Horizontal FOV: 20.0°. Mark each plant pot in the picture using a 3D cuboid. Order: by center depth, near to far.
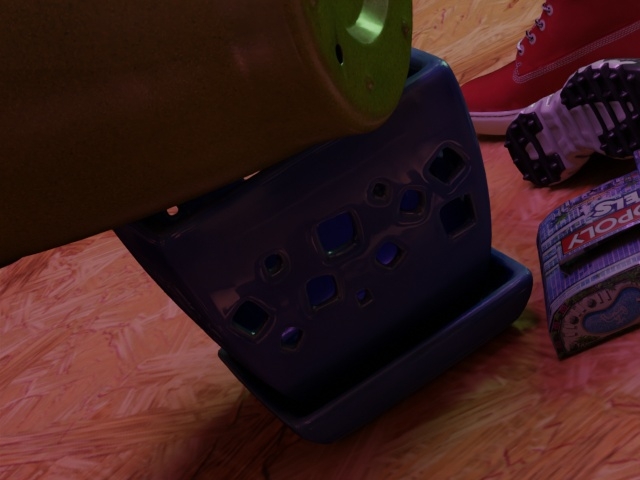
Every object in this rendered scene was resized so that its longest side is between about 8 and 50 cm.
[{"bbox_3d":[-0.141,-0.163,1.146,0.353,0.366,0.366,-7,28,22],"label":"plant pot"},{"bbox_3d":[0.000,0.000,1.312,0.236,0.212,0.236,-34,21,-9],"label":"plant pot"}]

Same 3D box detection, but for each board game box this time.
[{"bbox_3d":[0.234,-0.002,1.223,0.194,0.060,0.194,-25,21,13],"label":"board game box"}]

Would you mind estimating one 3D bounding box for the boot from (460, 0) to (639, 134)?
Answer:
[{"bbox_3d":[0.193,-0.190,1.548,0.244,0.176,0.088,-14,27,38],"label":"boot"}]

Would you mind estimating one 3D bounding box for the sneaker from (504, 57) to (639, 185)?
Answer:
[{"bbox_3d":[0.233,-0.106,1.396,0.106,0.078,0.234,-29,1,-21],"label":"sneaker"}]
